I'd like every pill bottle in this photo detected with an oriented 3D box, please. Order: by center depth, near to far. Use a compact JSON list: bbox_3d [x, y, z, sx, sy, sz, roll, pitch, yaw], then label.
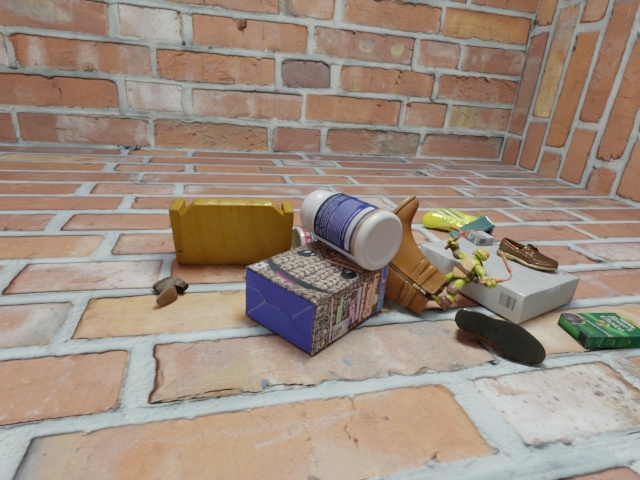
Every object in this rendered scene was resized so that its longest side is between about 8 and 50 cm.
[{"bbox_3d":[0.070,-0.039,1.068,0.153,0.153,0.265,-12,28,-36],"label":"pill bottle"},{"bbox_3d":[0.000,0.000,1.392,0.180,0.107,0.108,-6,25,-24],"label":"pill bottle"}]

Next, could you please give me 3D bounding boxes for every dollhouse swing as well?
[{"bbox_3d":[-0.278,-0.085,1.337,0.347,0.315,0.304,0,43,-10],"label":"dollhouse swing"}]

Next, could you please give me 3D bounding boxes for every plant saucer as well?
[{"bbox_3d":[0.609,-0.045,1.635,0.192,0.018,0.067,-24,62,-17],"label":"plant saucer"}]

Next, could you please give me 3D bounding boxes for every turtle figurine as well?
[{"bbox_3d":[0.394,0.084,1.153,0.087,0.217,0.269,38,12,-37],"label":"turtle figurine"}]

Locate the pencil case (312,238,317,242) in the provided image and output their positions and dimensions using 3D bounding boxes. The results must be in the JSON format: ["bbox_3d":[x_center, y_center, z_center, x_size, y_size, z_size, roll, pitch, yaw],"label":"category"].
[{"bbox_3d":[0.116,0.057,1.248,0.307,0.133,0.119,9,26,13],"label":"pencil case"}]

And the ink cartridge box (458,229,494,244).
[{"bbox_3d":[0.537,-0.018,1.413,0.063,0.029,0.115,-1,22,-17],"label":"ink cartridge box"}]

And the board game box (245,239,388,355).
[{"bbox_3d":[-0.007,0.125,1.043,0.232,0.141,0.291,22,28,35],"label":"board game box"}]

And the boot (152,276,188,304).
[{"bbox_3d":[-0.414,0.131,1.085,0.087,0.042,0.118,9,21,26],"label":"boot"}]

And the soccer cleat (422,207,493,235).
[{"bbox_3d":[0.575,-0.069,1.708,0.290,0.093,0.121,8,29,8],"label":"soccer cleat"}]

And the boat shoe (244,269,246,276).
[{"bbox_3d":[-0.156,0.099,1.210,0.133,0.048,0.042,-2,-11,5],"label":"boat shoe"}]

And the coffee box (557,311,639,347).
[{"bbox_3d":[0.742,0.233,1.070,0.184,0.040,0.113,2,22,-7],"label":"coffee box"}]

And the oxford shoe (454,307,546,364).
[{"bbox_3d":[0.431,0.229,0.989,0.212,0.076,0.076,27,-10,24],"label":"oxford shoe"}]

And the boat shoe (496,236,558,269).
[{"bbox_3d":[0.632,0.040,1.246,0.178,0.060,0.064,25,28,39],"label":"boat shoe"}]

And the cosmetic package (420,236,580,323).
[{"bbox_3d":[0.541,0.100,1.279,0.285,0.097,0.377,-10,27,-31],"label":"cosmetic package"}]

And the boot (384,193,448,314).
[{"bbox_3d":[0.247,0.040,1.099,0.220,0.283,0.109,34,8,19],"label":"boot"}]
